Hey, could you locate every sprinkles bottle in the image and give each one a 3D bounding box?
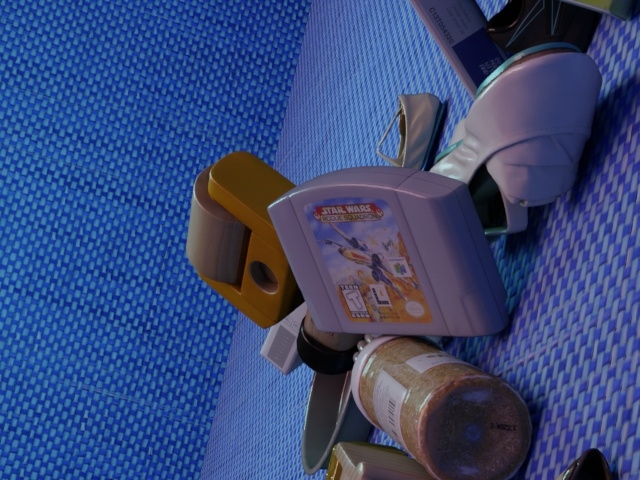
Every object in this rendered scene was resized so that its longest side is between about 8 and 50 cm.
[{"bbox_3d":[0.122,0.177,1.666,0.355,0.121,0.121,-158,84,-80],"label":"sprinkles bottle"}]

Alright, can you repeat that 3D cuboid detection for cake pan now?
[{"bbox_3d":[0.040,0.207,2.277,0.293,0.054,0.293,-164,90,-80],"label":"cake pan"}]

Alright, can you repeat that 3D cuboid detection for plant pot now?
[{"bbox_3d":[0.053,0.295,1.974,0.081,0.083,0.082,171,115,-79],"label":"plant pot"}]

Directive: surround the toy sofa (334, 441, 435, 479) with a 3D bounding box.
[{"bbox_3d":[0.053,0.408,1.603,0.177,0.150,0.363,-140,66,-75],"label":"toy sofa"}]

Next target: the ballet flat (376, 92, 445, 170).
[{"bbox_3d":[0.115,-0.100,2.267,0.086,0.086,0.248,153,131,-77],"label":"ballet flat"}]

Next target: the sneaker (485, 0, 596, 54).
[{"bbox_3d":[0.268,-0.305,1.663,0.101,0.106,0.267,-89,19,-61],"label":"sneaker"}]

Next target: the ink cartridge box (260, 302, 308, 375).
[{"bbox_3d":[0.041,0.040,2.415,0.261,0.066,0.296,-36,-23,-45],"label":"ink cartridge box"}]

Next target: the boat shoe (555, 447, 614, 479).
[{"bbox_3d":[0.215,0.227,1.251,0.152,0.056,0.049,-88,12,-56],"label":"boat shoe"}]

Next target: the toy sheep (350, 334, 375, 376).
[{"bbox_3d":[0.090,0.147,2.009,0.132,0.091,0.091,-47,13,5],"label":"toy sheep"}]

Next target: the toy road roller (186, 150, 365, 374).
[{"bbox_3d":[0.000,0.000,2.121,0.240,0.329,0.202,-40,-24,-36],"label":"toy road roller"}]

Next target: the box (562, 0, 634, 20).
[{"bbox_3d":[0.259,-0.411,1.595,0.058,0.232,0.322,2,-73,-56],"label":"box"}]

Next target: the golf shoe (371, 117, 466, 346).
[{"bbox_3d":[0.125,-0.014,1.907,0.115,0.140,0.306,-155,82,-82],"label":"golf shoe"}]

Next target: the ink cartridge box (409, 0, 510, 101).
[{"bbox_3d":[0.135,-0.306,1.875,0.071,0.324,0.330,-33,21,9],"label":"ink cartridge box"}]

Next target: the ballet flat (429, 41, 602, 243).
[{"bbox_3d":[0.210,-0.082,1.639,0.400,0.139,0.139,123,161,-72],"label":"ballet flat"}]

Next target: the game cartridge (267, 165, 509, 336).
[{"bbox_3d":[0.067,0.013,1.760,0.297,0.198,0.062,-3,30,48],"label":"game cartridge"}]
